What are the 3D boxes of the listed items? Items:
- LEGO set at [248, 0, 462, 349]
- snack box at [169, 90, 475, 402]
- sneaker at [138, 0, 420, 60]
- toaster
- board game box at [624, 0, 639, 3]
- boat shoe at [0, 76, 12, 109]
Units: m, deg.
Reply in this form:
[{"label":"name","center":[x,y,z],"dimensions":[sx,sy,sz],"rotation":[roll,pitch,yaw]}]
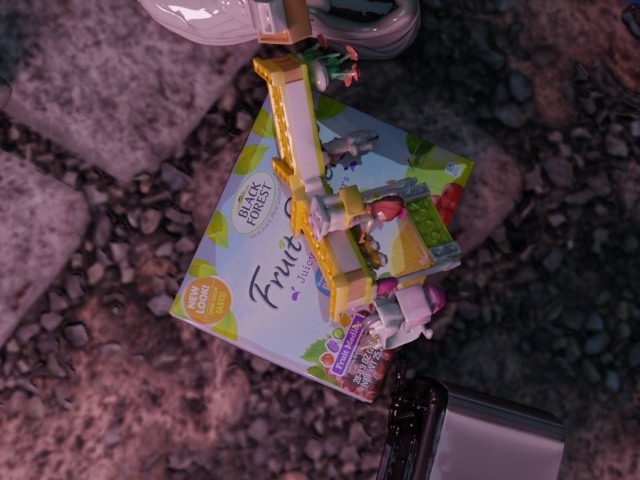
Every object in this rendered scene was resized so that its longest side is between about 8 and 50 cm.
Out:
[{"label":"LEGO set","center":[0.031,-0.061,1.081],"dimensions":[0.107,0.132,0.287],"rotation":[-16,80,-14]},{"label":"snack box","center":[0.000,0.000,1.165],"dimensions":[0.175,0.070,0.207],"rotation":[25,83,-2]},{"label":"sneaker","center":[-0.030,-0.201,1.155],"dimensions":[0.232,0.115,0.090],"rotation":[4,85,-4]},{"label":"toaster","center":[0.100,0.186,1.113],"dimensions":[0.110,0.168,0.185],"rotation":[15,86,-6]},{"label":"board game box","center":[0.396,-0.335,1.214],"dimensions":[0.308,0.086,0.301],"rotation":[8,85,-4]},{"label":"boat shoe","center":[-0.335,-0.057,1.144],"dimensions":[0.070,0.078,0.219],"rotation":[39,76,-2]}]
